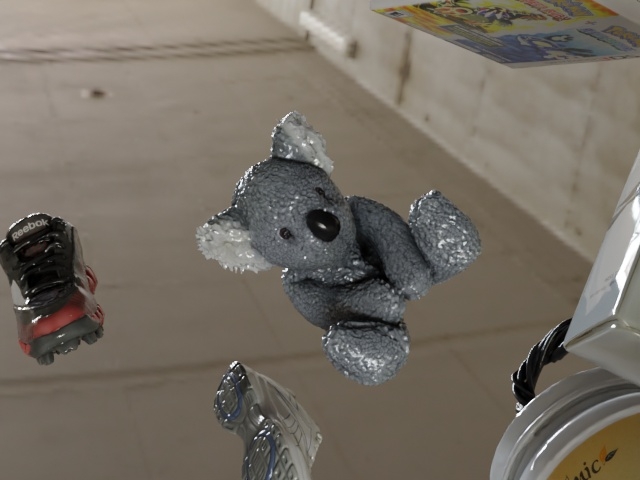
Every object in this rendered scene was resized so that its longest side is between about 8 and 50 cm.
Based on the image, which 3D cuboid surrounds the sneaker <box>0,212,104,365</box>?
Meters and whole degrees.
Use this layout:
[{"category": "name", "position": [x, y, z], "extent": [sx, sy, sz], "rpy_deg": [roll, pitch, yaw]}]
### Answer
[{"category": "sneaker", "position": [-0.305, 0.045, 1.363], "extent": [0.098, 0.135, 0.276], "rpy_deg": [-22, -161, -6]}]

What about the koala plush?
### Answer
[{"category": "koala plush", "position": [0.000, 0.000, 1.207], "extent": [0.221, 0.196, 0.203], "rpy_deg": [36, 174, -19]}]

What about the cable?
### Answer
[{"category": "cable", "position": [0.302, 0.153, 1.455], "extent": [0.047, 0.150, 0.184], "rpy_deg": [31, 162, -35]}]

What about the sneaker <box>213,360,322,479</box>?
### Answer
[{"category": "sneaker", "position": [-0.048, 0.278, 1.681], "extent": [0.129, 0.111, 0.297], "rpy_deg": [17, -152, -30]}]

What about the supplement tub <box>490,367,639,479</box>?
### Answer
[{"category": "supplement tub", "position": [0.291, 0.266, 0.998], "extent": [0.228, 0.228, 0.316], "rpy_deg": [1, -154, -21]}]

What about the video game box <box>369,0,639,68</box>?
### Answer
[{"category": "video game box", "position": [0.176, -0.189, 0.996], "extent": [0.187, 0.048, 0.205], "rpy_deg": [-1, 171, 45]}]

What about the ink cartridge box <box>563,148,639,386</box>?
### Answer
[{"category": "ink cartridge box", "position": [0.244, -0.005, 0.668], "extent": [0.153, 0.208, 0.087], "rpy_deg": [27, 162, -1]}]
